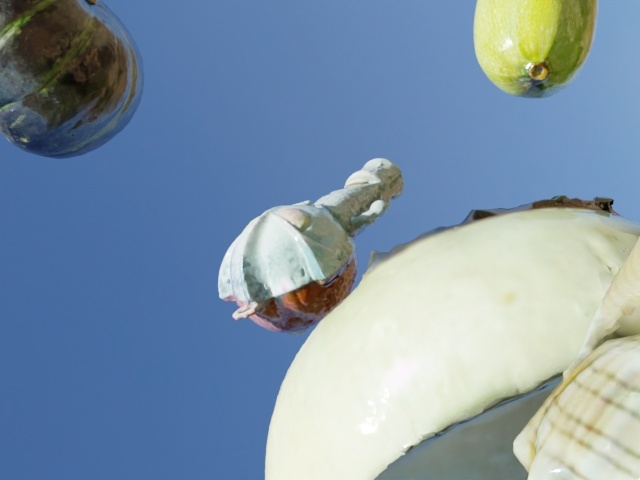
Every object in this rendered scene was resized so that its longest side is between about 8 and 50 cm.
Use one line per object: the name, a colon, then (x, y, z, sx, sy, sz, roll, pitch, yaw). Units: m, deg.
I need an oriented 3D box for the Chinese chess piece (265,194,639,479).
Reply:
Chinese chess piece: (0.135, 0.142, 0.661, 0.349, 0.349, 0.146, 36, -161, -35)

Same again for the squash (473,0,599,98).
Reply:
squash: (0.200, -0.200, 0.919, 0.123, 0.123, 0.187, 44, -139, -29)

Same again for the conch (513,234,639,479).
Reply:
conch: (0.201, 0.049, 0.429, 0.169, 0.386, 0.203, 33, -173, -25)

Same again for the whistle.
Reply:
whistle: (0.000, 0.001, 1.130, 0.134, 0.142, 0.346, 48, -140, 0)

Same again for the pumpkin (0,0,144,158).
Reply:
pumpkin: (-0.407, -0.271, 1.443, 0.323, 0.241, 0.323, 49, -177, -4)
